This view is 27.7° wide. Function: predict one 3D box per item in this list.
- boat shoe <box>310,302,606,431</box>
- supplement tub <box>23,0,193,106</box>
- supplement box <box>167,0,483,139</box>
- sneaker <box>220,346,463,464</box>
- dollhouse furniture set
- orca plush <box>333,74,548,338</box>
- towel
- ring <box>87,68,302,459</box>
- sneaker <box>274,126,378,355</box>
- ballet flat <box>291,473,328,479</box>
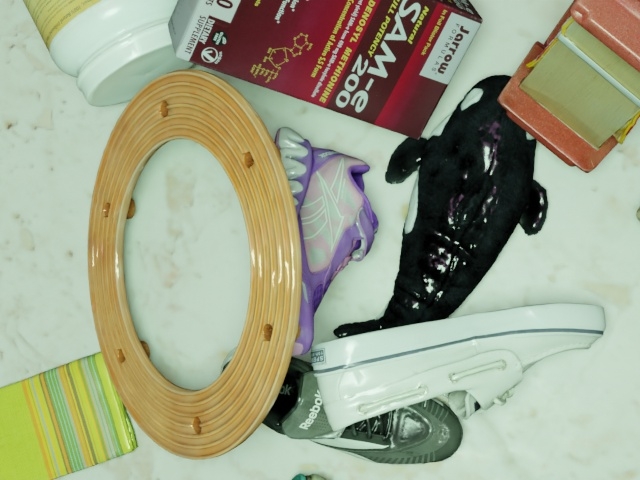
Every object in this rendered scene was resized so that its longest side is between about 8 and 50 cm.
[{"bbox_3d":[0.127,0.110,1.128,0.268,0.096,0.088,-7,81,-19],"label":"boat shoe"},{"bbox_3d":[-0.204,-0.239,1.197,0.144,0.144,0.199,-28,84,6],"label":"supplement tub"},{"bbox_3d":[0.004,-0.189,1.127,0.240,0.073,0.130,16,118,-23],"label":"supplement box"},{"bbox_3d":[0.011,0.153,1.167,0.234,0.106,0.078,17,91,8],"label":"sneaker"},{"bbox_3d":[0.351,-0.088,1.078,0.374,0.201,0.152,40,70,1],"label":"dollhouse furniture set"},{"bbox_3d":[0.107,-0.022,1.164,0.151,0.102,0.287,41,93,8],"label":"orca plush"},{"bbox_3d":[-0.299,0.191,1.254,0.237,0.021,0.102,-20,79,8],"label":"towel"},{"bbox_3d":[-0.112,0.021,1.130,0.032,0.337,0.336,-3,94,-37],"label":"ring"},{"bbox_3d":[0.000,0.000,1.149,0.105,0.095,0.236,10,49,-8],"label":"sneaker"},{"bbox_3d":[-0.058,0.326,1.187,0.086,0.086,0.248,41,92,8],"label":"ballet flat"}]
